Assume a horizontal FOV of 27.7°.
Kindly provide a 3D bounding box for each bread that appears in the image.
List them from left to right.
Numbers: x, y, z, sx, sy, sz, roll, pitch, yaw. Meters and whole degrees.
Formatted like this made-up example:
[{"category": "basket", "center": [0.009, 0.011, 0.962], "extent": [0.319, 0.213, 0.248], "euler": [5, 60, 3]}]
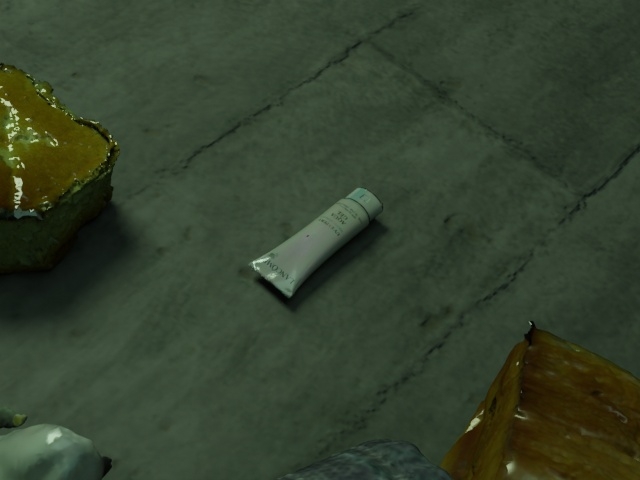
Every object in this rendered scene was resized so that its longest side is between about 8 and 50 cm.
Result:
[{"category": "bread", "center": [-0.207, -0.041, 0.838], "extent": [0.128, 0.069, 0.140], "euler": [32, 45, 10]}, {"category": "bread", "center": [0.228, 0.190, 0.721], "extent": [0.344, 0.149, 0.195], "euler": [23, 29, 4]}]

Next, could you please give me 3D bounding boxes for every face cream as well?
[{"category": "face cream", "center": [0.000, 0.000, 0.900], "extent": [0.038, 0.020, 0.115], "euler": [39, 53, 16]}]

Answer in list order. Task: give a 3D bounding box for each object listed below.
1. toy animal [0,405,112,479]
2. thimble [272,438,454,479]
[{"category": "toy animal", "center": [-0.222, 0.196, 0.567], "extent": [0.249, 0.174, 0.289], "euler": [26, 56, 34]}, {"category": "thimble", "center": [0.024, 0.183, 0.665], "extent": [0.098, 0.150, 0.150], "euler": [-17, 57, -23]}]
